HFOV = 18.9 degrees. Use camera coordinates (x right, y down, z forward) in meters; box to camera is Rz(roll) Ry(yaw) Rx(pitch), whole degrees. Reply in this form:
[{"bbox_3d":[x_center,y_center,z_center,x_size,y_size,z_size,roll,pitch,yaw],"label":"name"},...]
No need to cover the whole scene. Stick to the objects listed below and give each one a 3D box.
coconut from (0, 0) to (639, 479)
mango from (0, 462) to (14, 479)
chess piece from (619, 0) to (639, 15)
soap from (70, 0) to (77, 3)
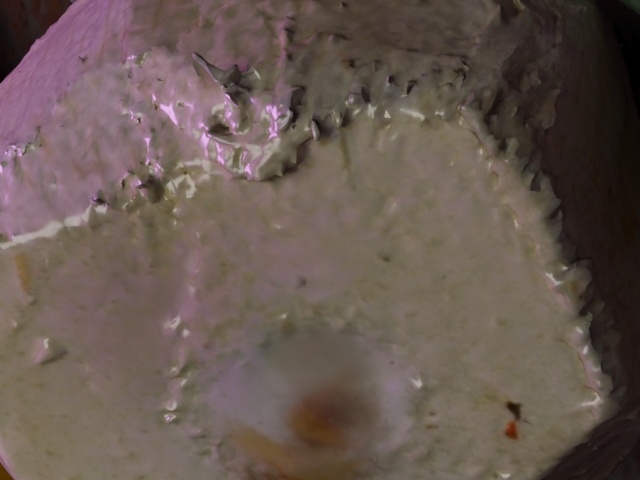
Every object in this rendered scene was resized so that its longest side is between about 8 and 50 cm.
[{"bbox_3d":[0.000,0.000,0.804,0.297,0.254,0.297,5,120,8],"label":"coconut"},{"bbox_3d":[-0.192,0.169,1.091,0.262,0.130,0.167,33,122,27],"label":"mango"},{"bbox_3d":[0.219,-0.080,0.680,0.299,0.195,0.194,43,122,37],"label":"chess piece"},{"bbox_3d":[-0.125,-0.229,1.000,0.183,0.064,0.121,63,144,13],"label":"soap"}]
